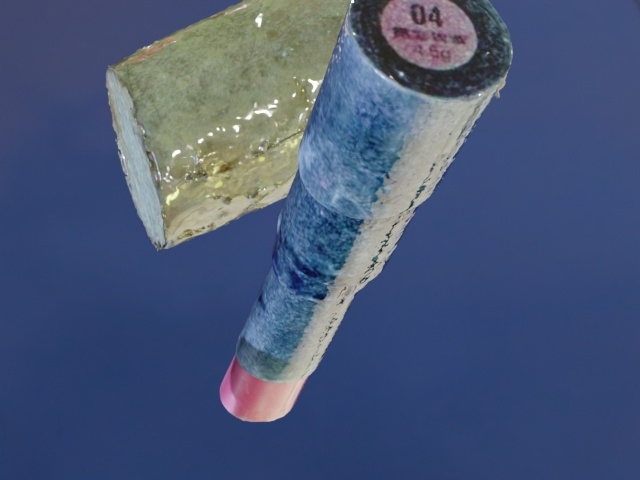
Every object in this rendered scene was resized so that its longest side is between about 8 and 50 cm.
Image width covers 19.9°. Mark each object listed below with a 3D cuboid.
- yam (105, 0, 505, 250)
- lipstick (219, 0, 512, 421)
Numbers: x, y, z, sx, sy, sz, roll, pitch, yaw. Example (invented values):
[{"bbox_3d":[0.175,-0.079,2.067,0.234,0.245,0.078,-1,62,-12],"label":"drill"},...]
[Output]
[{"bbox_3d":[-0.021,-0.119,1.445,0.304,0.168,0.168,-27,-136,-11],"label":"yam"},{"bbox_3d":[0.000,0.000,0.650,0.053,0.234,0.053,10,-127,-14],"label":"lipstick"}]
